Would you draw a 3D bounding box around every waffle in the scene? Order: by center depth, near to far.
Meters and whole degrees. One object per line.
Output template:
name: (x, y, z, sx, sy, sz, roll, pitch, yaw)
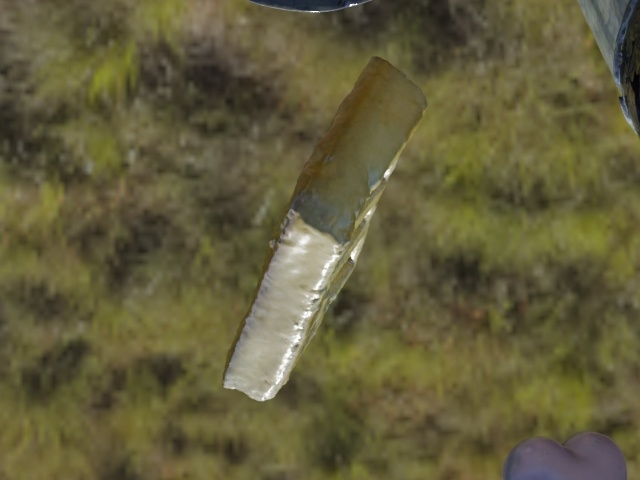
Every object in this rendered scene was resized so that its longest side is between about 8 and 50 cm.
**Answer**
waffle: (0.000, 0.000, 1.444, 0.057, 0.168, 0.274, 28, 143, 4)

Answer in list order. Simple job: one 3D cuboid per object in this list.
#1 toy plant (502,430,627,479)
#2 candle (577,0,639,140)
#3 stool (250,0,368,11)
toy plant: (0.138, 0.217, 0.909, 0.233, 0.243, 0.112, 54, 149, -3)
candle: (0.276, -0.167, 1.191, 0.221, 0.342, 0.221, -4, 126, -5)
stool: (0.003, -0.260, 1.083, 0.179, 0.264, 0.179, 2, 117, 5)
